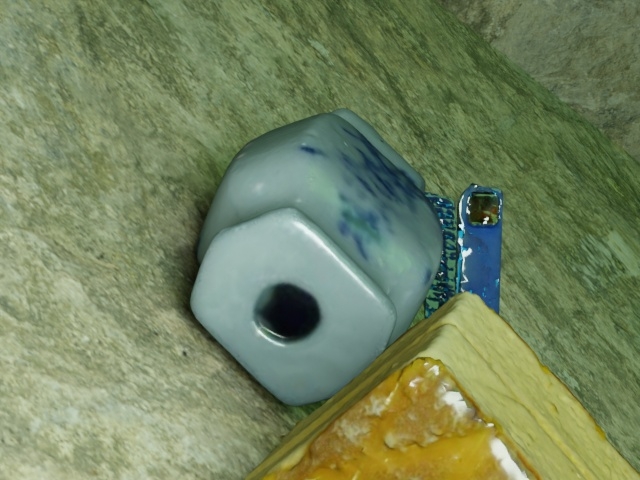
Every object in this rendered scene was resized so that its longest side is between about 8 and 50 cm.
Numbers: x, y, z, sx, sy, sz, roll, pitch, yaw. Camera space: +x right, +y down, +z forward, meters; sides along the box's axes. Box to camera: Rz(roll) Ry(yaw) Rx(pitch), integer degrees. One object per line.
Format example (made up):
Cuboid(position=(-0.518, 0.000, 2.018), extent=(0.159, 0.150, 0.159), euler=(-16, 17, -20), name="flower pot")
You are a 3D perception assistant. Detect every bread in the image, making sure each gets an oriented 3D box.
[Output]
Cuboid(position=(0.097, 0.234, 1.188), extent=(0.279, 0.279, 0.207), euler=(46, 24, 0), name="bread")

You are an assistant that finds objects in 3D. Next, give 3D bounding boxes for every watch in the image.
Cuboid(position=(0.139, 0.081, 1.614), extent=(0.276, 0.068, 0.275), euler=(179, -89, -85), name="watch")

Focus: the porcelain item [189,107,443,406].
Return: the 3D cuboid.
Cuboid(position=(0.000, 0.000, 1.510), extent=(0.242, 0.178, 0.405), euler=(45, 19, -7), name="porcelain item")
